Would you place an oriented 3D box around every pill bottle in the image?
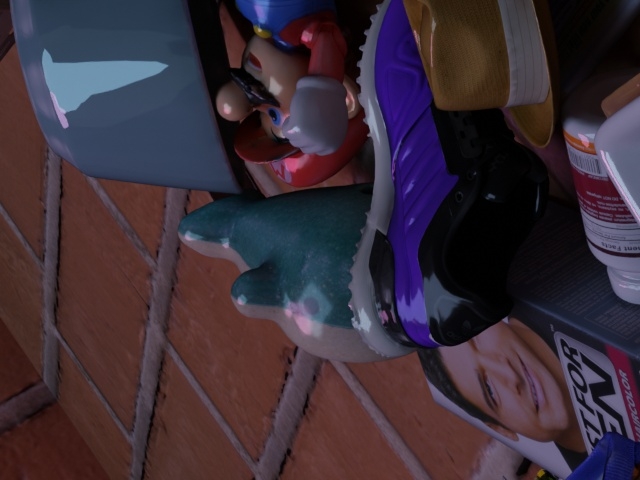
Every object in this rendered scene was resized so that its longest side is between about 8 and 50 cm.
[{"bbox_3d":[0.218,-0.035,1.328,0.086,0.086,0.152,33,147,50],"label":"pill bottle"}]

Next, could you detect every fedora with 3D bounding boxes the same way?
[{"bbox_3d":[0.103,-0.143,1.316,0.194,0.079,0.194,165,90,-86],"label":"fedora"}]

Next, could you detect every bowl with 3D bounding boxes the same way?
[{"bbox_3d":[-0.178,-0.177,1.755,0.311,0.163,0.311,-13,-90,-87],"label":"bowl"}]

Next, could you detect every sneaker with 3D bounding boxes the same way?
[{"bbox_3d":[0.109,-0.062,1.435,0.146,0.102,0.293,-10,73,46],"label":"sneaker"}]

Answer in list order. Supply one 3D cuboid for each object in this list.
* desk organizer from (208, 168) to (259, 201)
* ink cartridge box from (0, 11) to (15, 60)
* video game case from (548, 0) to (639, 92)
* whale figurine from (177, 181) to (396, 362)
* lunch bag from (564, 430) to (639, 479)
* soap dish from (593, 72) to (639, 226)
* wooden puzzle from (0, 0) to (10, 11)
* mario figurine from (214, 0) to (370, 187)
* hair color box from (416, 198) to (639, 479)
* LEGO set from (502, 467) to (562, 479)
[{"bbox_3d":[-0.086,-0.027,2.090,0.130,0.050,0.047,59,159,1],"label":"desk organizer"},{"bbox_3d":[-0.345,-0.305,1.907,0.130,0.309,0.272,29,155,8],"label":"ink cartridge box"},{"bbox_3d":[0.151,-0.222,1.316,0.193,0.023,0.212,56,159,10],"label":"video game case"},{"bbox_3d":[0.000,0.000,1.730,0.272,0.216,0.141,27,124,35],"label":"whale figurine"},{"bbox_3d":[0.259,0.332,1.302,0.328,0.239,0.385,24,121,-1],"label":"lunch bag"},{"bbox_3d":[0.304,-0.004,1.126,0.291,0.118,0.229,58,159,4],"label":"soap dish"},{"bbox_3d":[-0.260,-0.300,1.782,0.044,0.221,0.238,33,-167,10],"label":"wooden puzzle"},{"bbox_3d":[-0.049,-0.182,1.600,0.170,0.198,0.320,0,122,16],"label":"mario figurine"},{"bbox_3d":[0.207,0.089,1.485,0.374,0.113,0.185,28,144,55],"label":"hair color box"},{"bbox_3d":[0.226,0.349,1.622,0.331,0.192,0.255,60,145,9],"label":"LEGO set"}]
